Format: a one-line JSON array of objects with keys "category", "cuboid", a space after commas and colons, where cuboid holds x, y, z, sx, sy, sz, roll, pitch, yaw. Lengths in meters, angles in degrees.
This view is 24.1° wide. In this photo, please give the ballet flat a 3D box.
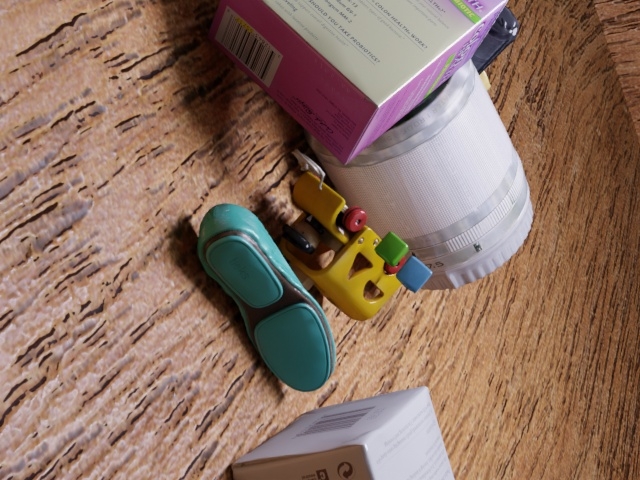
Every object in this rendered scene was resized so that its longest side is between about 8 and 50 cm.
[{"category": "ballet flat", "cuboid": [-0.051, 0.051, 1.549, 0.087, 0.083, 0.247, -99, 163, -50]}]

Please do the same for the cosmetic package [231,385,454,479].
[{"category": "cosmetic package", "cuboid": [0.067, 0.367, 1.535, 0.217, 0.156, 0.385, -23, 99, -66]}]

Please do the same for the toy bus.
[{"category": "toy bus", "cuboid": [0.009, 0.008, 1.676, 0.202, 0.104, 0.191, 41, -4, -3]}]

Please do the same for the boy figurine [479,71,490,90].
[{"category": "boy figurine", "cuboid": [0.216, -0.334, 2.365, 0.285, 0.092, 0.177, -87, 154, -42]}]

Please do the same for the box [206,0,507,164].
[{"category": "box", "cuboid": [0.040, -0.243, 1.643, 0.213, 0.117, 0.243, 43, 57, 8]}]

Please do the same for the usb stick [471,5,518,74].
[{"category": "usb stick", "cuboid": [0.171, -0.232, 1.879, 0.077, 0.278, 0.045, 36, 71, -3]}]

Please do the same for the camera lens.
[{"category": "camera lens", "cuboid": [0.122, -0.102, 1.845, 0.274, 0.219, 0.219, 58, 29, -35]}]
